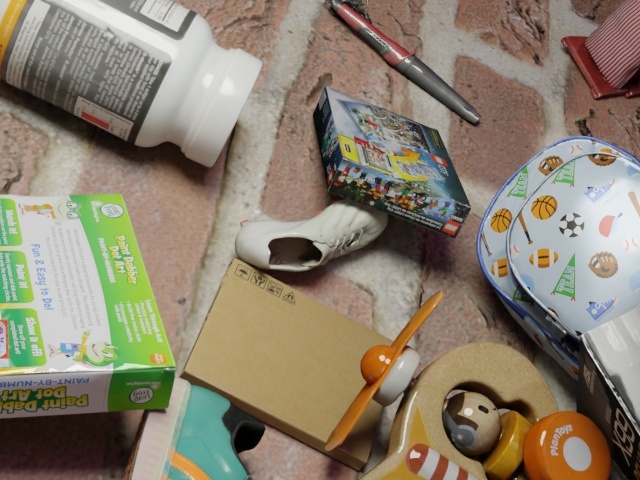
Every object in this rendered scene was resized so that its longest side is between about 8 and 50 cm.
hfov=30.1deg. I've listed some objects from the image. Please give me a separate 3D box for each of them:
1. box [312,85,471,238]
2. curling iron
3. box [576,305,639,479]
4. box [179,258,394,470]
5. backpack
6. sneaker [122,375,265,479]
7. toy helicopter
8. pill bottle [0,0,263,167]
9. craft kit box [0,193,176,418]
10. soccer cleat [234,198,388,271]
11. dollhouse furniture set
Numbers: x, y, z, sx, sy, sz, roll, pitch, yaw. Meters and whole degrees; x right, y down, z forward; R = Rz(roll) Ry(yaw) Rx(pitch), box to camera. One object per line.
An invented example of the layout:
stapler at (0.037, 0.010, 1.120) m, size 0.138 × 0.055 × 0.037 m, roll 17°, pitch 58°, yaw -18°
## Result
box at (0.078, -0.097, 1.399) m, size 0.159 × 0.044 × 0.233 m, roll 21°, pitch 23°, yaw -14°
curling iron at (0.117, -0.257, 1.636) m, size 0.274 × 0.035 × 0.068 m, roll 42°, pitch 42°, yaw 10°
box at (0.331, 0.230, 1.119) m, size 0.076 × 0.307 × 0.242 m, roll -25°, pitch 61°, yaw -3°
box at (-0.026, 0.121, 1.199) m, size 0.201 × 0.021 × 0.164 m, roll 28°, pitch 44°, yaw -7°
backpack at (0.308, 0.019, 1.335) m, size 0.263 × 0.276 × 0.213 m, roll 41°, pitch -6°, yaw 35°
sneaker at (-0.109, 0.239, 0.973) m, size 0.121 × 0.108 × 0.302 m, roll 19°, pitch 42°, yaw -9°
toy helicopter at (0.079, 0.201, 1.094) m, size 0.355 × 0.140 × 0.235 m, roll -27°, pitch 83°, yaw -32°
pill bottle at (-0.214, -0.197, 1.283) m, size 0.278 × 0.162 × 0.162 m, roll 27°, pitch 42°, yaw -8°
craft kit box at (-0.271, 0.049, 1.032) m, size 0.246 × 0.061 × 0.250 m, roll -3°, pitch 38°, yaw -20°
soccer cleat at (0.000, 0.000, 1.291) m, size 0.196 × 0.068 × 0.076 m, roll -11°, pitch 29°, yaw -32°
dollhouse furniture set at (0.549, -0.215, 1.754) m, size 0.152 × 0.201 × 0.374 m, roll -9°, pitch 62°, yaw -38°
